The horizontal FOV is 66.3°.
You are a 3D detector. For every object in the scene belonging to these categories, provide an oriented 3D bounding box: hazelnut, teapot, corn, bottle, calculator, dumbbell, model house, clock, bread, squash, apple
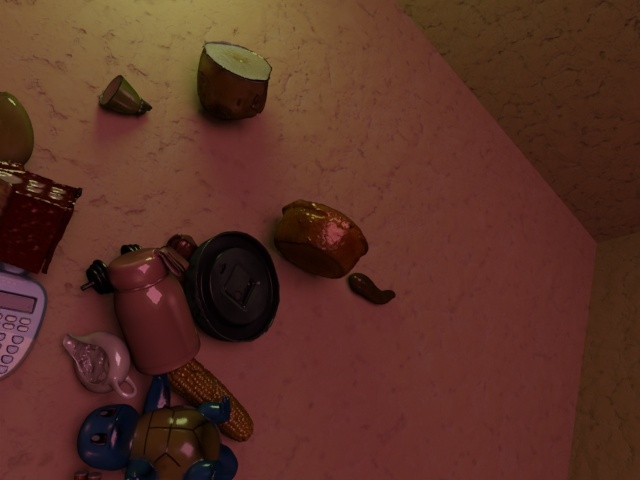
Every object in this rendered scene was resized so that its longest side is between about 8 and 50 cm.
[{"bbox_3d":[-0.397,0.022,1.407,0.086,0.086,0.087,13,67,-33],"label":"hazelnut"},{"bbox_3d":[-0.515,0.297,1.176,0.226,0.145,0.092,35,11,19],"label":"teapot"},{"bbox_3d":[-0.295,0.428,1.328,0.313,0.101,0.102,48,52,-17],"label":"corn"},{"bbox_3d":[-0.401,0.163,1.216,0.173,0.206,0.297,-67,147,-69],"label":"bottle"},{"bbox_3d":[-0.738,0.170,1.117,0.188,0.042,0.303,20,64,-29],"label":"calculator"},{"bbox_3d":[-0.523,0.073,1.275,0.208,0.099,0.099,-35,96,-38],"label":"dumbbell"},{"bbox_3d":[-0.703,-0.066,1.100,0.253,0.160,0.196,23,106,-32],"label":"model house"},{"bbox_3d":[-0.249,0.135,1.432,0.325,0.067,0.326,20,63,-47],"label":"clock"},{"bbox_3d":[-0.003,0.001,1.575,0.312,0.312,0.173,36,70,-22],"label":"bread"},{"bbox_3d":[-0.558,-0.402,1.434,0.132,0.105,0.105,35,55,-45],"label":"squash"},{"bbox_3d":[-0.774,-0.252,1.143,0.199,0.200,0.200,13,67,-33],"label":"apple"}]

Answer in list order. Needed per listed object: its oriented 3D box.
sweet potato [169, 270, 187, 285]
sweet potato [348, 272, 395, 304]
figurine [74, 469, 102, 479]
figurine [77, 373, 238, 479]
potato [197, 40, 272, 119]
[{"bbox_3d":[-0.387,0.093,1.391,0.269,0.074,0.075,21,61,-50],"label":"sweet potato"},{"bbox_3d":[0.196,0.186,1.804,0.232,0.062,0.081,28,58,-30],"label":"sweet potato"},{"bbox_3d":[-0.527,0.647,1.065,0.143,0.143,0.272,1,94,-37],"label":"figurine"},{"bbox_3d":[-0.349,0.480,1.181,0.416,0.243,0.298,29,41,-27],"label":"figurine"},{"bbox_3d":[-0.293,-0.512,1.609,0.246,0.196,0.300,21,34,-15],"label":"potato"}]
